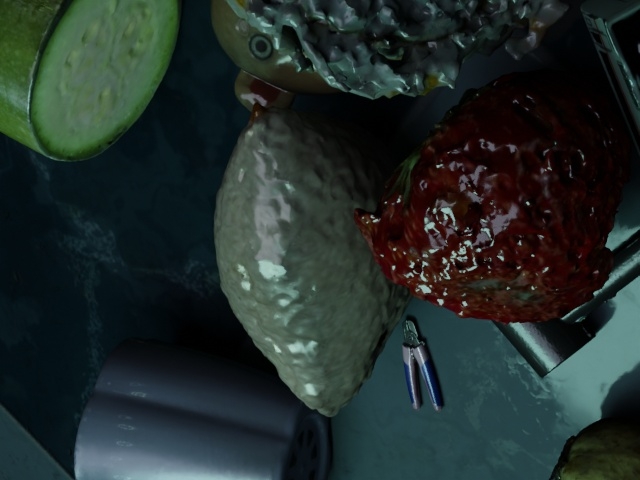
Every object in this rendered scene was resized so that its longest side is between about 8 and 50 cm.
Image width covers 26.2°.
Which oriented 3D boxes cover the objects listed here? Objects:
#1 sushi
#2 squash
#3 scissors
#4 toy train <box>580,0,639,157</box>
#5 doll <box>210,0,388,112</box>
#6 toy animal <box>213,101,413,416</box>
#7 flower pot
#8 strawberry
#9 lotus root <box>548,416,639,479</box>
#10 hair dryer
[{"bbox_3d":[0.065,-0.322,1.176,0.417,0.176,0.418,-1,97,-5],"label":"sushi"},{"bbox_3d":[-0.374,-0.280,1.526,0.384,0.263,0.263,28,125,21],"label":"squash"},{"bbox_3d":[0.111,0.142,1.551,0.039,0.012,0.113,0,111,35],"label":"scissors"},{"bbox_3d":[0.344,-0.042,1.231,0.407,0.086,0.088,63,174,-21],"label":"toy train"},{"bbox_3d":[-0.044,-0.296,1.345,0.235,0.174,0.330,-27,95,8],"label":"doll"},{"bbox_3d":[-0.001,-0.005,1.409,0.188,0.226,0.358,20,141,33],"label":"toy animal"},{"bbox_3d":[-0.125,0.258,1.637,0.243,0.265,0.265,7,116,18],"label":"flower pot"},{"bbox_3d":[0.180,-0.030,1.259,0.220,0.274,0.274,46,130,-2],"label":"strawberry"},{"bbox_3d":[0.332,0.241,1.371,0.214,0.138,0.138,-1,111,23],"label":"lotus root"},{"bbox_3d":[0.269,0.029,1.358,0.114,0.070,0.248,49,126,5],"label":"hair dryer"}]
